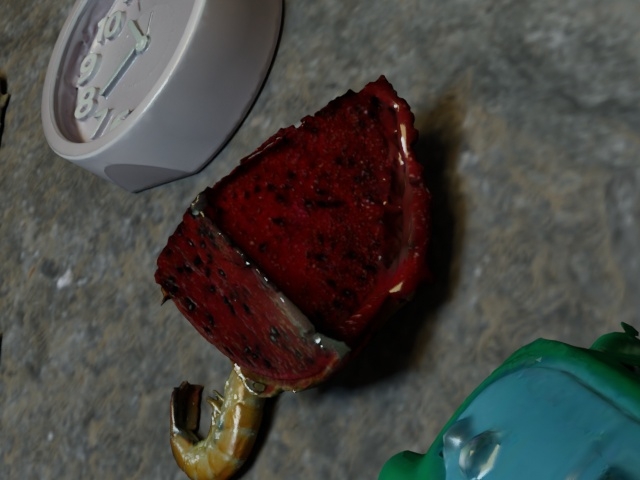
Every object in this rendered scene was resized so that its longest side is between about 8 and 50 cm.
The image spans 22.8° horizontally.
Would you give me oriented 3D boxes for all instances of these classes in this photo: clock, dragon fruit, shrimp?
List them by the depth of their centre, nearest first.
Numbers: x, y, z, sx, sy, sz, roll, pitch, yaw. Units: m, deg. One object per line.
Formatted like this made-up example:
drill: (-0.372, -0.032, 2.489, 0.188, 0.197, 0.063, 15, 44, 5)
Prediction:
dragon fruit: (0.001, 0.002, 0.898, 0.161, 0.120, 0.127, -40, -4, -23)
shrimp: (-0.055, 0.083, 0.952, 0.091, 0.025, 0.127, 24, 89, 57)
clock: (-0.116, -0.135, 1.138, 0.197, 0.068, 0.197, -31, 45, 37)

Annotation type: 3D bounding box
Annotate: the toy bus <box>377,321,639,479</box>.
toy bus: (0.154, 0.163, 0.489, 0.183, 0.199, 0.343, -61, 33, 3)

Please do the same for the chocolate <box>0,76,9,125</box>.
chocolate: (-0.388, -0.058, 1.419, 0.261, 0.083, 0.161, -31, 47, 36)
